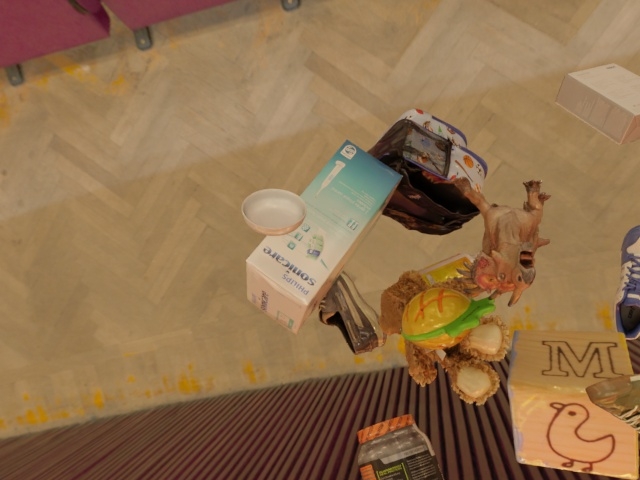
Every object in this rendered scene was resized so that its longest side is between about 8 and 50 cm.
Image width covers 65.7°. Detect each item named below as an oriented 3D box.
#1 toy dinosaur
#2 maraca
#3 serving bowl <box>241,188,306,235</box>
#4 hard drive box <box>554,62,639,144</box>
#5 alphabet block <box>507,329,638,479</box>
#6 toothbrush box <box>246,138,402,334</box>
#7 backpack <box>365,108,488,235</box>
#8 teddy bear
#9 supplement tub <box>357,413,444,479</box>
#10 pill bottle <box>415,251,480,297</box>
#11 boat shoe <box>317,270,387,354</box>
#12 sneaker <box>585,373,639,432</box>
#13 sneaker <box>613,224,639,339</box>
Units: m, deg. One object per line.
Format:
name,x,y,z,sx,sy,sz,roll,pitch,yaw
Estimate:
toy dinosaur,0.295,0.016,0.787,0.127,0.295,0.200,-4,75,31
maraca,0.207,0.128,0.821,0.127,0.185,0.099,-36,97,-28
serving bowl,-0.060,-0.032,0.643,0.083,0.083,0.027,16,131,11
hard drive box,0.781,-0.366,1.307,0.181,0.089,0.232,-17,48,-17
alphabet block,0.467,0.293,0.927,0.197,0.193,0.192,-4,113,27
toothbrush box,0.000,0.000,0.905,0.126,0.216,0.295,36,66,7
backpack,0.219,-0.132,1.078,0.263,0.276,0.213,29,68,-12
teddy bear,0.252,0.184,1.009,0.113,0.338,0.245,-2,90,-26
supplement tub,0.211,0.609,1.221,0.193,0.193,0.316,-23,65,11
pill bottle,0.325,0.105,1.244,0.215,0.117,0.117,-21,87,-11
boat shoe,0.055,0.198,1.521,0.130,0.132,0.355,-26,52,-22
sneaker,0.447,0.232,0.673,0.064,0.192,0.086,-48,43,42
sneaker,0.803,0.111,1.240,0.112,0.131,0.296,7,111,33
